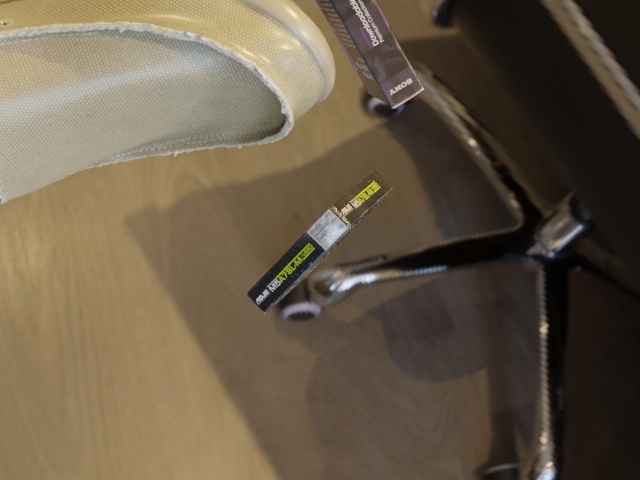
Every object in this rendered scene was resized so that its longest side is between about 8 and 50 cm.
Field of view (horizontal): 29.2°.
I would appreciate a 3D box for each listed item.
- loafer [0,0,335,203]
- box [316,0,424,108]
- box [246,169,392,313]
[{"bbox_3d":[-0.125,-0.064,0.549,0.268,0.102,0.092,3,62,19],"label":"loafer"},{"bbox_3d":[0.012,-0.167,0.818,0.029,0.116,0.162,-29,103,1],"label":"box"},{"bbox_3d":[0.000,0.000,1.688,0.045,0.191,0.184,44,28,0],"label":"box"}]
